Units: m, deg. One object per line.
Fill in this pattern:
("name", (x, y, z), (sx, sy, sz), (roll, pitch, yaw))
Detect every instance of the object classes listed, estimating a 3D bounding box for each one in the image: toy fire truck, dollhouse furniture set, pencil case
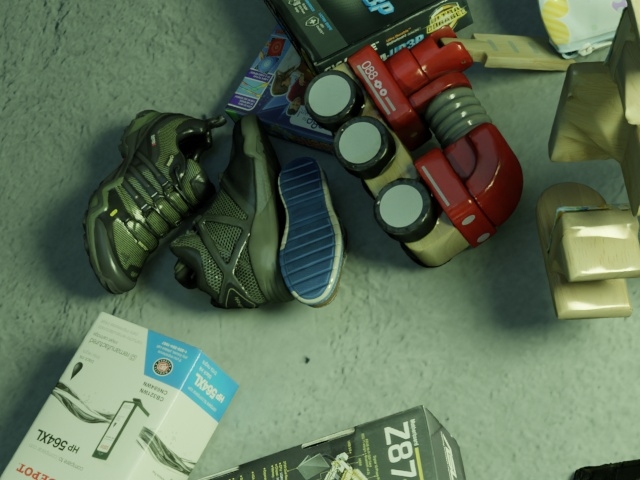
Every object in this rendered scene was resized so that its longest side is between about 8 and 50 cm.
("toy fire truck", (0.144, -0.117, 1.757), (0.246, 0.158, 0.217), (-35, 64, 7))
("dollhouse furniture set", (0.388, -0.143, 1.507), (0.394, 0.362, 0.256), (-3, 56, -6))
("pencil case", (0.346, -0.261, 1.747), (0.273, 0.113, 0.124), (-11, 58, 22))

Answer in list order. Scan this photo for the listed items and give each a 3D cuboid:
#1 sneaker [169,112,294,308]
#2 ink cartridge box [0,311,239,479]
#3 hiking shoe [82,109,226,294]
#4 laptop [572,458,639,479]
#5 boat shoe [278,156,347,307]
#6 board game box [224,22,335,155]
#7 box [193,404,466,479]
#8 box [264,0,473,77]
("sneaker", (-0.098, -0.027, 1.857), (0.130, 0.087, 0.227), (-13, 60, 13))
("ink cartridge box", (-0.200, 0.192, 1.774), (0.148, 0.086, 0.203), (17, 69, 35))
("hiking shoe", (-0.175, -0.047, 1.912), (0.114, 0.086, 0.227), (-2, 59, 31))
("laptop", (0.324, 0.304, 1.465), (0.264, 0.136, 0.234), (-19, 48, 50))
("boat shoe", (0.000, 0.000, 1.799), (0.066, 0.066, 0.183), (-17, 48, 16))
("board game box", (0.009, -0.164, 1.919), (0.201, 0.035, 0.136), (20, 71, 36))
("box", (-0.008, 0.370, 1.551), (0.318, 0.097, 0.395), (-22, 52, 17))
("box", (0.040, -0.265, 1.920), (0.175, 0.051, 0.220), (-27, 43, -3))
